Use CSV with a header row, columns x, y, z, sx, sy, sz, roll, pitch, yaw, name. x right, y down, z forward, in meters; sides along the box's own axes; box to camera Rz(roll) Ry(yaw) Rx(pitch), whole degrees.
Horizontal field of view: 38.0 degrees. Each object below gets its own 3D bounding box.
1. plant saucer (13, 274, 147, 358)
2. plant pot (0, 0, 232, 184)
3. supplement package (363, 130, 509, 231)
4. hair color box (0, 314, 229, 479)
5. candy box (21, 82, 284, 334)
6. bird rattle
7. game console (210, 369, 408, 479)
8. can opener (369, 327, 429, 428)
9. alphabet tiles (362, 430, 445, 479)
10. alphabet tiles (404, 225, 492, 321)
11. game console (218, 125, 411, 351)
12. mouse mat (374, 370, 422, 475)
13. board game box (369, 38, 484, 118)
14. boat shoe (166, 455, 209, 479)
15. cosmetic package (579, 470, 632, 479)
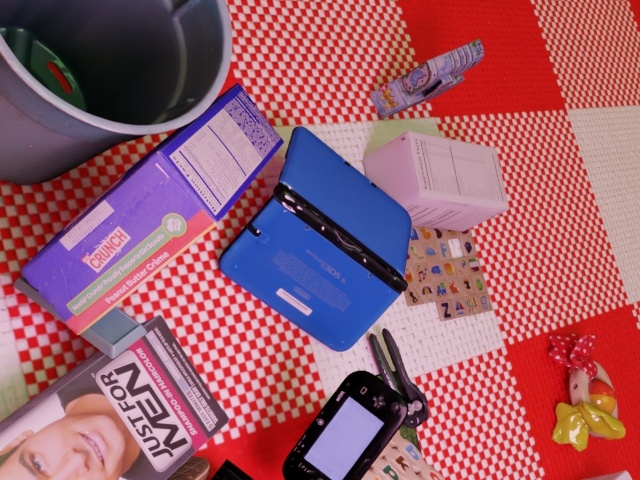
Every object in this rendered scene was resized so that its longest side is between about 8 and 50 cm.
x,y,z,sx,sy,sz,roll,pitch,yaw,name
-0.327,0.087,1.258,0.192,0.018,0.067,31,44,20,plant saucer
-0.348,-0.240,1.223,0.341,0.334,0.341,16,63,-35,plant pot
0.223,-0.110,1.791,0.244,0.133,0.139,6,67,-38,supplement package
-0.313,0.279,1.211,0.374,0.113,0.185,-39,100,-41,hair color box
-0.213,-0.053,1.247,0.122,0.268,0.317,50,26,-10,candy box
0.561,0.321,1.965,0.207,0.143,0.254,34,41,-40,bird rattle
-0.025,0.341,1.331,0.213,0.044,0.361,37,89,-1,game console
0.136,0.245,1.645,0.059,0.073,0.186,-29,91,-4,can opener
0.114,0.372,1.481,0.284,0.021,0.278,46,16,12,alphabet tiles
0.239,0.059,1.833,0.237,0.009,0.198,-6,79,-41,alphabet tiles
0.000,0.000,1.586,0.293,0.250,0.173,37,12,-24,game console
0.112,0.330,1.626,0.152,0.007,0.190,-6,77,-41,mouse mat
0.206,-0.313,1.849,0.194,0.194,0.060,-28,92,-28,board game box
-0.224,0.368,1.297,0.178,0.064,0.060,-35,129,-41,boat shoe
0.463,0.607,1.715,0.385,0.156,0.217,-21,83,-44,cosmetic package
